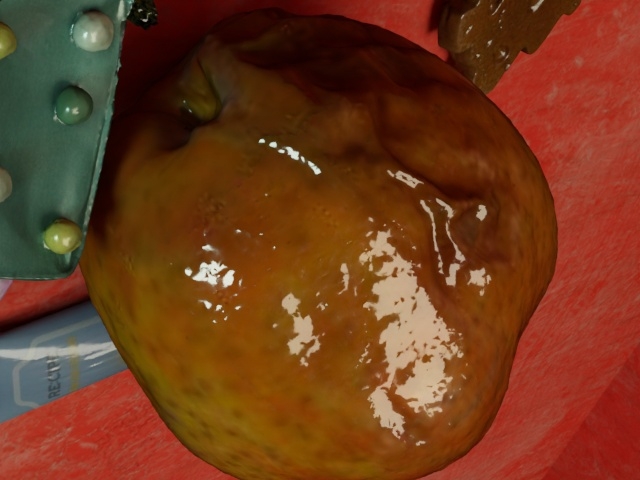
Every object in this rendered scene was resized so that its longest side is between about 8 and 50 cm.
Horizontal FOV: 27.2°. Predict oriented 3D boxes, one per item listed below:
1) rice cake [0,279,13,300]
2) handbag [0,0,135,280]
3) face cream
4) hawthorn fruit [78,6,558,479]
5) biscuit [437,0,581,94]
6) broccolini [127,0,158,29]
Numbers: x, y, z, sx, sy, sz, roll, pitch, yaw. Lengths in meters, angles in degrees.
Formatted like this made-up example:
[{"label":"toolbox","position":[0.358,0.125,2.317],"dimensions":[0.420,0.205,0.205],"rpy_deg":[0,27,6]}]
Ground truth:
[{"label":"rice cake","position":[-0.405,0.144,1.288],"dimensions":[0.072,0.056,0.365],"rpy_deg":[8,122,-55]},{"label":"handbag","position":[-0.271,-0.099,1.002],"dimensions":[0.274,0.100,0.269],"rpy_deg":[7,99,-52]},{"label":"face cream","position":[-0.224,0.101,1.451],"dimensions":[0.385,0.086,0.136],"rpy_deg":[-22,139,-30]},{"label":"hawthorn fruit","position":[0.000,0.000,1.254],"dimensions":[0.472,0.472,0.472],"rpy_deg":[-33,150,-22]},{"label":"biscuit","position":[0.253,-0.309,1.590],"dimensions":[0.301,0.043,0.278],"rpy_deg":[-30,146,-30]},{"label":"broccolini","position":[-0.160,-0.246,1.095],"dimensions":[0.052,0.054,0.194],"rpy_deg":[1,153,-4]}]
